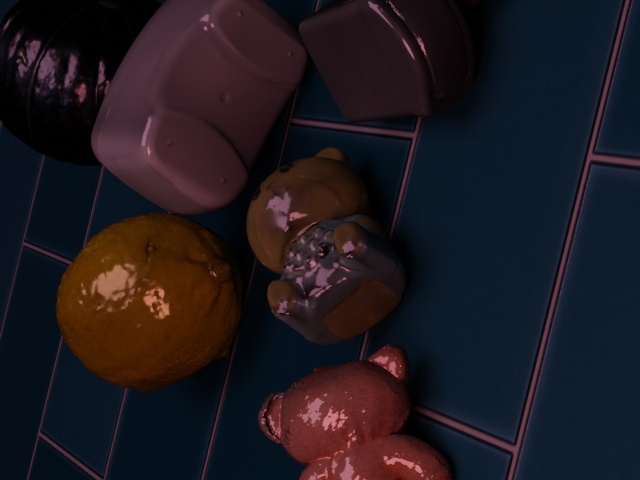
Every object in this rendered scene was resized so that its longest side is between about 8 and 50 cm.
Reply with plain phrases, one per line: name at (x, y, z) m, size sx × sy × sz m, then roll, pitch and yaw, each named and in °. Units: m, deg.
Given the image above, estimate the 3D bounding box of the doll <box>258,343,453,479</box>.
doll at (0.060, 0.292, 1.615) m, size 0.201 × 0.156 × 0.303 m, roll -21°, pitch 75°, yaw 6°

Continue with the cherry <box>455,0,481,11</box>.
cherry at (0.187, -0.333, 1.642) m, size 0.148 × 0.115 × 0.188 m, roll -53°, pitch 46°, yaw 13°

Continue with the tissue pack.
tissue pack at (-0.192, -0.213, 2.027) m, size 0.236 × 0.229 × 0.333 m, roll 7°, pitch 66°, yaw 54°

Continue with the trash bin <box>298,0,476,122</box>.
trash bin at (0.087, -0.242, 1.707) m, size 0.236 × 0.101 × 0.177 m, roll -1°, pitch 122°, yaw 60°

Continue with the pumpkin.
pumpkin at (-0.372, -0.279, 2.262) m, size 0.363 × 0.363 × 0.266 m, roll -132°, pitch 44°, yaw -52°

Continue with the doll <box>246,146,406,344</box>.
doll at (0.000, 0.000, 1.760) m, size 0.177 × 0.161 × 0.261 m, roll -43°, pitch 44°, yaw 14°

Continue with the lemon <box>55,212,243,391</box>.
lemon at (-0.249, 0.087, 2.026) m, size 0.322 × 0.268 × 0.268 m, roll -24°, pitch 56°, yaw 25°
